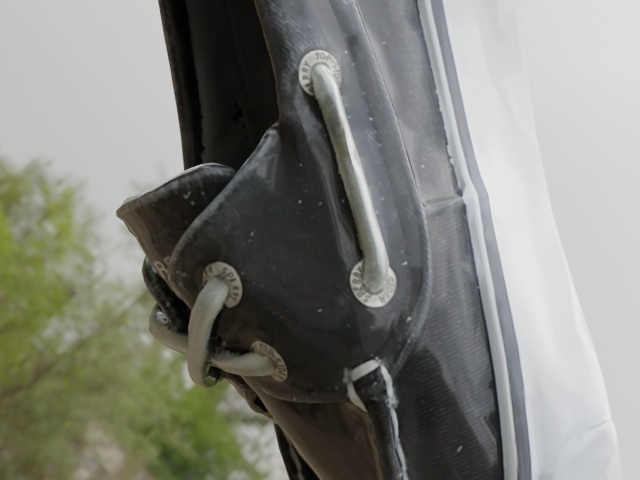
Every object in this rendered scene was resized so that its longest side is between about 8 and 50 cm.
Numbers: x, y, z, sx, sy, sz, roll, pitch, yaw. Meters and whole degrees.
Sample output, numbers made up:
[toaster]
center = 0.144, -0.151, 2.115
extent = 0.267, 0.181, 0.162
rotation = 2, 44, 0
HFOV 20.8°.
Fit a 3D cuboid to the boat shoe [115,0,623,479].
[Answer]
[boat shoe]
center = 0.000, 0.000, 0.437
extent = 0.108, 0.102, 0.301
rotation = 165, -81, -66
